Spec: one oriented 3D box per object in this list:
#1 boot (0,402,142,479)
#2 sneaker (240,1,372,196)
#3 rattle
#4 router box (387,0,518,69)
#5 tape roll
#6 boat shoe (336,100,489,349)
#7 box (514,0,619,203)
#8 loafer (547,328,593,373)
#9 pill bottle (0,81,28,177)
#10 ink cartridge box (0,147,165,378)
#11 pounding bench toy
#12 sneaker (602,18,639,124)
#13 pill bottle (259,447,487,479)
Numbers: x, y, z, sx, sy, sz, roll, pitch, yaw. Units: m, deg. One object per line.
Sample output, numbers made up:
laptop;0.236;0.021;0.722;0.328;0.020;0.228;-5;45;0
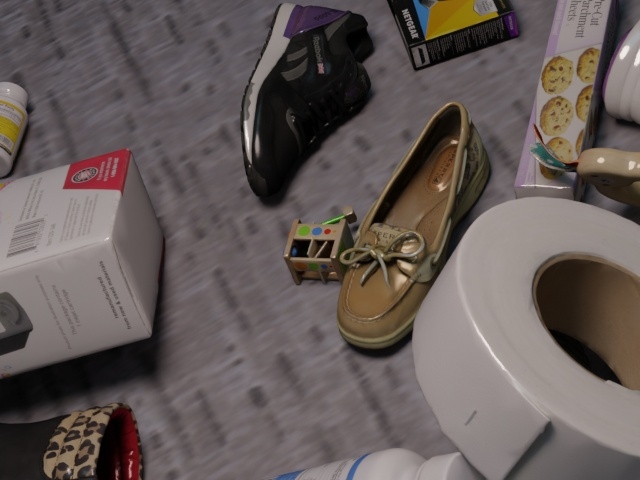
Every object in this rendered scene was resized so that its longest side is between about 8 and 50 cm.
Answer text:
boot;-0.322;0.307;1.180;0.284;0.138;0.377;-9;42;11
sneaker;-0.010;-0.171;1.485;0.124;0.107;0.283;4;54;13
rattle;0.289;-0.025;1.247;0.199;0.130;0.143;10;95;-12
router box;0.150;-0.299;1.569;0.133;0.046;0.179;-18;49;3
tape roll;0.222;0.097;1.076;0.286;0.100;0.286;15;42;-14
boat shoe;0.089;-0.019;1.336;0.104;0.089;0.285;11;57;25
box;0.274;-0.161;1.409;0.067;0.063;0.324;5;55;21
loafer;0.193;0.098;1.224;0.087;0.094;0.251;-33;37;27
pill bottle;-0.402;-0.140;1.606;0.065;0.065;0.116;-2;51;16
ink cartridge box;-0.331;0.037;1.360;0.306;0.131;0.226;-17;28;7
pounding bench toy;0.000;0.000;1.374;0.065;0.052;0.083;2;53;19
sneaker;0.419;-0.246;1.341;0.152;0.114;0.305;31;109;27
pill bottle;0.037;0.243;1.075;0.221;0.124;0.124;-19;45;34
